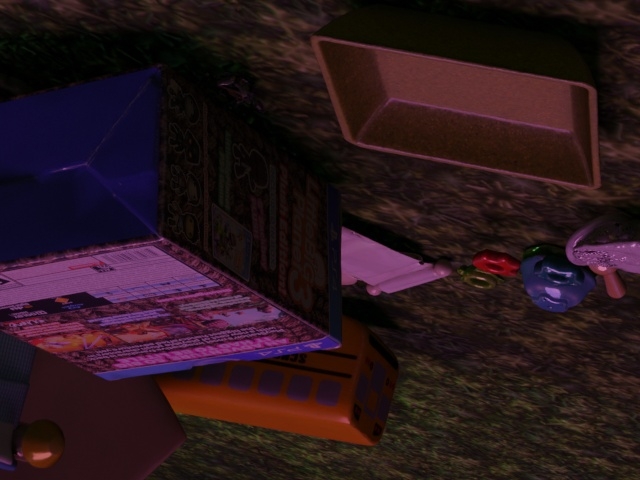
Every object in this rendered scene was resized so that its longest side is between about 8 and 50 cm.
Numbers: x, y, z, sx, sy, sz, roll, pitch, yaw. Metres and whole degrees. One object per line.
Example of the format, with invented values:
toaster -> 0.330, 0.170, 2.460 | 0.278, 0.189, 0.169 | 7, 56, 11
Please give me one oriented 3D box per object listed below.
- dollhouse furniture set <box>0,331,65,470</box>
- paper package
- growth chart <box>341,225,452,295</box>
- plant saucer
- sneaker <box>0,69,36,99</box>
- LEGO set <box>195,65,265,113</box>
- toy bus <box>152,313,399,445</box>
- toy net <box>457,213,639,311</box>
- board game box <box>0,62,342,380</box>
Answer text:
dollhouse furniture set -> -0.309, 0.039, 1.717 | 0.303, 0.286, 0.198 | 22, 167, -34
paper package -> -0.341, 0.150, 1.924 | 0.168, 0.309, 0.325 | 1, 125, 53
growth chart -> 0.000, 0.000, 1.804 | 0.237, 0.021, 0.172 | 25, 161, -30
plant saucer -> 0.100, -0.102, 1.339 | 0.188, 0.045, 0.188 | 11, 163, 13
sneaker -> -0.275, -0.065, 1.664 | 0.107, 0.118, 0.279 | 3, 160, 32
LEGO set -> -0.068, -0.117, 1.493 | 0.054, 0.023, 0.083 | 32, 170, -39
toy bus -> -0.089, 0.120, 2.081 | 0.332, 0.130, 0.108 | 7, 162, 25
toy net -> 0.203, 0.009, 1.621 | 0.122, 0.045, 0.232 | 21, 161, -13
board game box -> -0.147, -0.004, 1.575 | 0.232, 0.141, 0.291 | -10, 158, 24
